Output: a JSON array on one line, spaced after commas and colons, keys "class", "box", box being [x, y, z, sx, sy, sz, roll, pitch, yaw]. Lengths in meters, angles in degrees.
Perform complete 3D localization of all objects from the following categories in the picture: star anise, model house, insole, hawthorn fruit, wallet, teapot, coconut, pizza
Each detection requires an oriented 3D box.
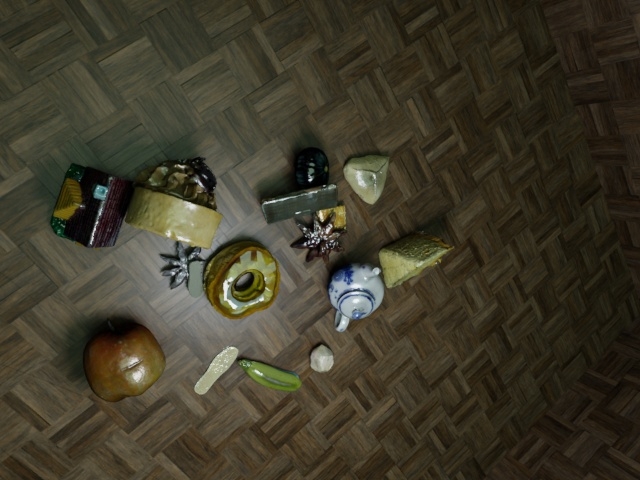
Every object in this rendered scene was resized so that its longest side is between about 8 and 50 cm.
[{"class": "star anise", "box": [0.000, 0.000, 1.880, 0.271, 0.102, 0.272, -4, 113, -9]}, {"class": "model house", "box": [-0.789, -0.105, 1.465, 0.229, 0.248, 0.281, 17, 93, -24]}, {"class": "insole", "box": [-0.451, 0.560, 1.858, 0.081, 0.011, 0.248, 42, 82, -24]}, {"class": "star anise", "box": [-0.545, 0.095, 1.707, 0.204, 0.061, 0.181, -39, 112, -12]}, {"class": "hawthorn fruit", "box": [-0.735, 0.426, 1.581, 0.267, 0.267, 0.301, -28, 100, -16]}, {"class": "wallet", "box": [-0.084, -0.156, 1.781, 0.316, 0.169, 0.044, -15, 63, -5]}, {"class": "teapot", "box": [0.156, 0.242, 1.899, 0.252, 0.280, 0.424, 19, 124, -12]}, {"class": "insole", "box": [-0.502, 0.158, 1.720, 0.063, 0.010, 0.192, -17, 132, -32]}, {"class": "coconut", "box": [0.007, 0.543, 1.996, 0.110, 0.110, 0.125, -7, 106, -22]}, {"class": "pizza", "box": [0.063, -0.103, 1.937, 0.134, 0.046, 0.175, -45, 113, -8]}]

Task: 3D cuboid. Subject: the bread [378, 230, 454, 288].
[{"class": "bread", "box": [0.457, 0.124, 2.015, 0.248, 0.315, 0.279, -20, 117, -17]}]

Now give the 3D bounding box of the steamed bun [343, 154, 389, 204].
[{"class": "steamed bun", "box": [0.209, -0.289, 1.935, 0.212, 0.110, 0.232, 11, 93, -24]}]

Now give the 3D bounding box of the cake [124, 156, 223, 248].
[{"class": "cake", "box": [-0.498, -0.159, 1.547, 0.332, 0.332, 0.321, 19, 85, -25]}]

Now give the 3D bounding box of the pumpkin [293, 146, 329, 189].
[{"class": "pumpkin", "box": [-0.034, -0.292, 1.796, 0.149, 0.194, 0.194, -21, 109, 12]}]

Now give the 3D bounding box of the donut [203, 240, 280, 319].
[{"class": "donut", "box": [-0.309, 0.173, 1.769, 0.329, 0.160, 0.330, -9, 110, -25]}]

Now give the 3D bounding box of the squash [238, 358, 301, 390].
[{"class": "squash", "box": [-0.230, 0.609, 1.922, 0.340, 0.094, 0.095, 29, 88, -27]}]
